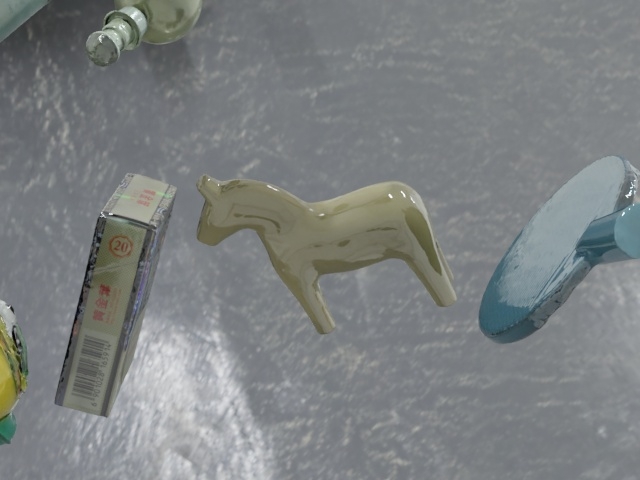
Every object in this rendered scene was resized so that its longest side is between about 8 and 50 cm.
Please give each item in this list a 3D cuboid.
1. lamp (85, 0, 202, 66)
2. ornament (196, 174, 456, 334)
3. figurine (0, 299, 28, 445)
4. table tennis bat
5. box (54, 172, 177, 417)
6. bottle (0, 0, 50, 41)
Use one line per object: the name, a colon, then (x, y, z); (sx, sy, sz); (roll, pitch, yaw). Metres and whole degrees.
lamp: (-0.186, -0.224, 1.132); (0.091, 0.091, 0.163); (34, 47, 0)
ornament: (0.000, 0.000, 1.153); (0.230, 0.244, 0.061); (-16, 43, 15)
figurine: (-0.512, 0.153, 1.496); (0.231, 0.340, 0.323); (-36, 100, -14)
table tennis bat: (0.231, 0.005, 1.035); (0.044, 0.329, 0.215); (36, 82, -4)
box: (-0.296, 0.078, 1.631); (0.084, 0.310, 0.198); (16, 20, -4)
bottle: (-0.210, -0.274, 0.945); (0.082, 0.082, 0.286); (42, 73, 6)
